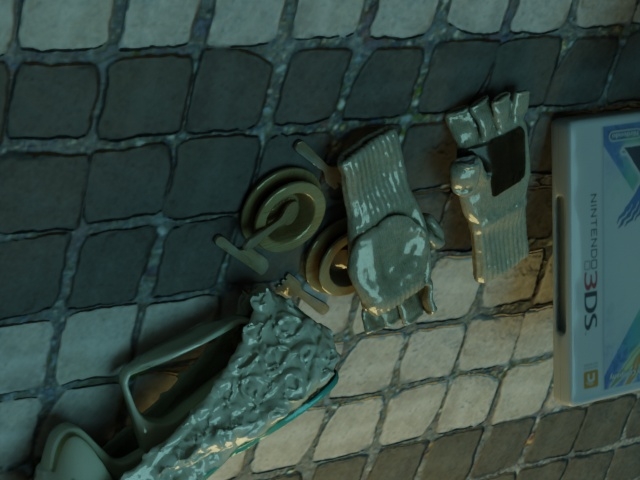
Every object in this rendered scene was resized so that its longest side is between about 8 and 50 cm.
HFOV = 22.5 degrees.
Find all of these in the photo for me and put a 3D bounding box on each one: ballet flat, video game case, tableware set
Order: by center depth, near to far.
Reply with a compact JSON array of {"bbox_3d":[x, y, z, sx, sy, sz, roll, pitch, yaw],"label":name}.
[{"bbox_3d":[-0.167,0.186,1.475,0.409,0.147,0.147,-39,138,-11],"label":"ballet flat"},{"bbox_3d":[0.000,0.000,1.503,0.128,0.039,0.194,-50,138,4],"label":"tableware set"},{"bbox_3d":[0.383,0.003,1.722,0.329,0.036,0.300,-9,103,-31],"label":"video game case"}]

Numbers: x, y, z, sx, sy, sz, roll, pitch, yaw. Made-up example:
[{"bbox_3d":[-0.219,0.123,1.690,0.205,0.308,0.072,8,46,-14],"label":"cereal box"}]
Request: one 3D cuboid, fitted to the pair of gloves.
[{"bbox_3d":[0.118,-0.027,1.540,0.240,0.042,0.204,-23,121,-33],"label":"pair of gloves"}]
